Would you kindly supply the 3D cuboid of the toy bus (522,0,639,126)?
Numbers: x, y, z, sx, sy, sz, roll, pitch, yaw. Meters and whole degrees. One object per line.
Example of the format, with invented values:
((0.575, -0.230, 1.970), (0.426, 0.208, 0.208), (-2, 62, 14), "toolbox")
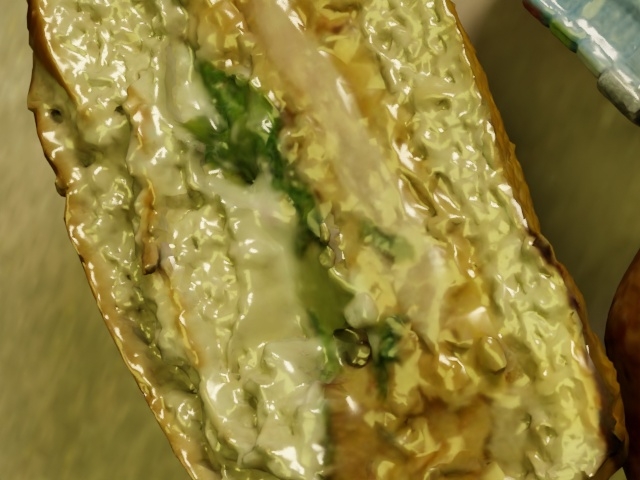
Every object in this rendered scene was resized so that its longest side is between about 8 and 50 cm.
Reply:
((0.157, -0.150, 0.439), (0.234, 0.116, 0.133), (-47, 68, 16), "toy bus")

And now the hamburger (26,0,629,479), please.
((0.000, 0.000, 0.476), (0.144, 0.156, 0.283), (-23, 76, 3), "hamburger")

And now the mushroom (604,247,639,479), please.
((0.219, 0.056, 0.365), (0.267, 0.254, 0.267), (0, 89, -4), "mushroom")
